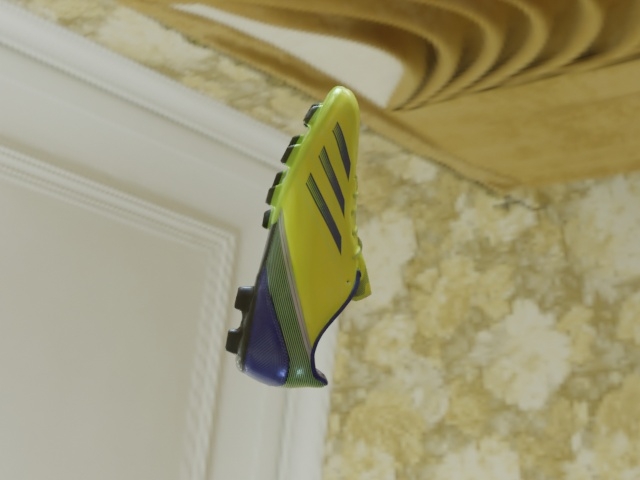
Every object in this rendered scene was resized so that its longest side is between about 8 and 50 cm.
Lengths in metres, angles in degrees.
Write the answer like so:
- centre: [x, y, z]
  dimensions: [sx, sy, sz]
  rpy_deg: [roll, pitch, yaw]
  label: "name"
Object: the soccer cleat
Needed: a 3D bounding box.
- centre: [0.000, 0.000, 1.245]
  dimensions: [0.121, 0.093, 0.289]
  rpy_deg: [17, -90, 0]
  label: "soccer cleat"
